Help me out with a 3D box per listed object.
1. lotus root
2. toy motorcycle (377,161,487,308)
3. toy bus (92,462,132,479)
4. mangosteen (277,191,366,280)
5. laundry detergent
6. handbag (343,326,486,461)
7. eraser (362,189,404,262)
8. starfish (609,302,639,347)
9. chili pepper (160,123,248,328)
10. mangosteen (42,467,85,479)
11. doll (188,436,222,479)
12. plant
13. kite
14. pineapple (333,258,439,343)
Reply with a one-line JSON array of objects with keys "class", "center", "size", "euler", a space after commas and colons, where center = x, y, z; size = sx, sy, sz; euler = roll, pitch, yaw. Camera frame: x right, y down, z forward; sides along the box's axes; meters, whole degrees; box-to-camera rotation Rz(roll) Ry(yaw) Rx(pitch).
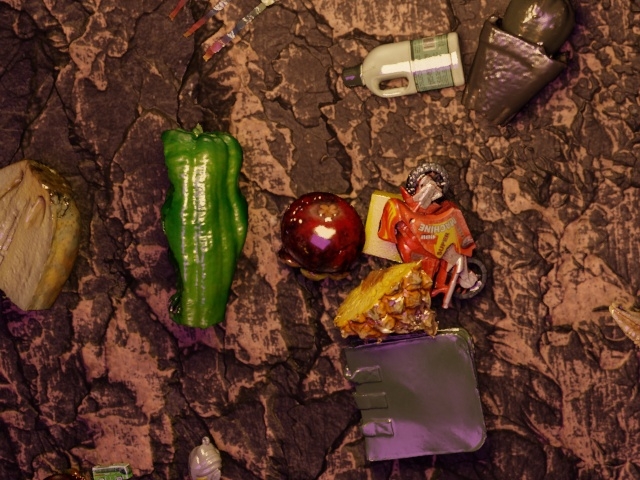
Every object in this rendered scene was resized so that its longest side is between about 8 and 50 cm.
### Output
[{"class": "lotus root", "center": [-0.595, -0.034, 1.946], "size": [0.267, 0.149, 0.260], "euler": [32, 102, 23]}, {"class": "toy motorcycle", "center": [0.203, -0.001, 1.772], "size": [0.171, 0.089, 0.298], "euler": [-29, 116, -6]}, {"class": "toy bus", "center": [-0.453, 0.506, 2.075], "size": [0.083, 0.031, 0.037], "euler": [-9, 89, 13]}, {"class": "mangosteen", "center": [0.000, 0.000, 1.823], "size": [0.166, 0.166, 0.180], "euler": [19, 129, 8]}, {"class": "laundry detergent", "center": [0.151, -0.318, 1.765], "size": [0.226, 0.070, 0.099], "euler": [-8, 103, 13]}, {"class": "handbag", "center": [0.186, 0.303, 1.876], "size": [0.260, 0.079, 0.247], "euler": [-9, 98, 14]}, {"class": "eraser", "center": [0.137, -0.026, 1.838], "size": [0.097, 0.045, 0.122], "euler": [13, 104, 8]}, {"class": "starfish", "center": [0.741, 0.201, 1.732], "size": [0.324, 0.082, 0.432], "euler": [-40, 86, 12]}, {"class": "chili pepper", "center": [-0.222, -0.031, 1.836], "size": [0.167, 0.213, 0.385], "euler": [2, 96, -1]}, {"class": "mangosteen", "center": [-0.544, 0.567, 2.057], "size": [0.152, 0.152, 0.152], "euler": [2, 101, 12]}, {"class": "doll", "center": [-0.241, 0.499, 2.011], "size": [0.094, 0.079, 0.180], "euler": [15, 112, 42]}, {"class": "plant", "center": [0.351, -0.330, 1.687], "size": [0.164, 0.142, 0.256], "euler": [33, 117, 4]}, {"class": "kite", "center": [-0.128, -0.502, 1.816], "size": [0.360, 0.022, 0.204], "euler": [-42, 89, 15]}, {"class": "pineapple", "center": [0.126, 0.154, 1.781], "size": [0.164, 0.140, 0.250], "euler": [51, 146, -15]}]
